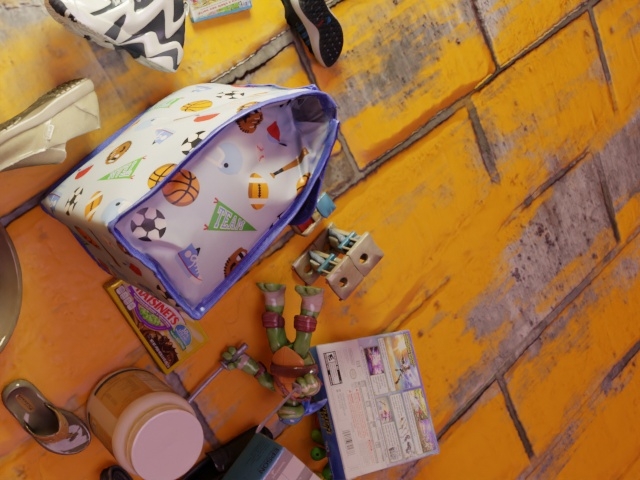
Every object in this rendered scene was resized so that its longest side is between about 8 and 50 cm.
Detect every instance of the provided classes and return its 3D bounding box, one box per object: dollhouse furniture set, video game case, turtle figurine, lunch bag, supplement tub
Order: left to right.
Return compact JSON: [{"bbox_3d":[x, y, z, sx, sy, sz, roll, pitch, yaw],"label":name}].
[{"bbox_3d":[-0.295,0.307,1.283,0.144,0.200,0.144,-8,105,-33],"label":"supplement tub"},{"bbox_3d":[-0.185,-0.099,1.196,0.385,0.328,0.239,-50,125,-20],"label":"lunch bag"},{"bbox_3d":[-0.188,-0.469,1.308,0.119,0.015,0.166,-24,112,-29],"label":"video game case"},{"bbox_3d":[-0.088,0.211,1.403,0.275,0.198,0.266,7,85,-26],"label":"turtle figurine"},{"bbox_3d":[0.000,0.000,1.465,0.129,0.129,0.183,-49,123,-17],"label":"dollhouse furniture set"},{"bbox_3d":[0.107,0.335,1.585,0.245,0.061,0.269,-5,75,-33],"label":"video game case"}]

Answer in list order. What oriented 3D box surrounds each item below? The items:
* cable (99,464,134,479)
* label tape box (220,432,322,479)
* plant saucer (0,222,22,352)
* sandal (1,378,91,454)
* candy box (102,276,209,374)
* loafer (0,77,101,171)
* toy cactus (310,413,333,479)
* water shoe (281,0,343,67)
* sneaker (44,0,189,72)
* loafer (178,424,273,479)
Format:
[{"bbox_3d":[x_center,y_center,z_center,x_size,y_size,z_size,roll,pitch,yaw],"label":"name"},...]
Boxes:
[{"bbox_3d":[-0.293,0.512,1.392,0.072,0.139,0.287,-20,101,16],"label":"cable"},{"bbox_3d":[-0.064,0.568,1.444,0.347,0.115,0.249,48,68,-26],"label":"label tape box"},{"bbox_3d":[-0.543,0.066,1.087,0.278,0.041,0.277,22,65,-61],"label":"plant saucer"},{"bbox_3d":[-0.452,0.300,1.266,0.072,0.049,0.180,-46,122,-18],"label":"sandal"},{"bbox_3d":[-0.287,0.131,1.358,0.105,0.027,0.205,-41,120,-25],"label":"candy box"},{"bbox_3d":[-0.433,-0.145,1.149,0.268,0.102,0.092,-42,119,-25],"label":"loafer"},{"bbox_3d":[0.054,0.449,1.626,0.181,0.112,0.218,17,79,-46],"label":"toy cactus"},{"bbox_3d":[-0.018,-0.405,1.408,0.073,0.080,0.203,-49,147,-13],"label":"water shoe"},{"bbox_3d":[-0.303,-0.376,1.200,0.235,0.094,0.152,20,87,-36],"label":"sneaker"},{"bbox_3d":[-0.186,0.429,1.459,0.223,0.076,0.078,-38,128,-18],"label":"loafer"}]
